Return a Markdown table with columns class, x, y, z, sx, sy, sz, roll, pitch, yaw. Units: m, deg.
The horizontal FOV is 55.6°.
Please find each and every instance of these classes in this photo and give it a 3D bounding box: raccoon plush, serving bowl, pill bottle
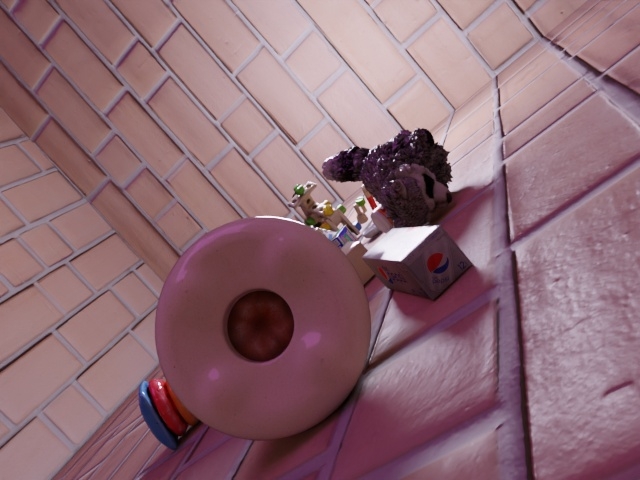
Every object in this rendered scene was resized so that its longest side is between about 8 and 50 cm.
| class | x | y | z | sx | sy | sz | roll | pitch | yaw |
| --- | --- | --- | --- | --- | --- | --- | --- | --- | --- |
| raccoon plush | 0.148 | -0.120 | 1.610 | 0.446 | 0.216 | 0.299 | -12 | 26 | 41 |
| serving bowl | 0.173 | -0.034 | 1.932 | 0.083 | 0.027 | 0.083 | -41 | 7 | 6 |
| pill bottle | 0.225 | -0.097 | 1.772 | 0.152 | 0.086 | 0.086 | -44 | 6 | -15 |

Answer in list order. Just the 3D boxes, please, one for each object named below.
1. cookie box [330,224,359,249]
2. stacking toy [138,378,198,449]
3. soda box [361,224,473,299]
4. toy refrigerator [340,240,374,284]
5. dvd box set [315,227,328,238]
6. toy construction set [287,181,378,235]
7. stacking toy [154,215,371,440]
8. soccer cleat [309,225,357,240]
| class | x | y | z | sx | sy | sz | roll | pitch | yaw |
| --- | --- | --- | --- | --- | --- | --- | --- | --- | --- |
| cookie box | 0.079 | 0.014 | 1.888 | 0.040 | 0.092 | 0.107 | -36 | 8 | 26 |
| stacking toy | -0.306 | 0.378 | 1.573 | 0.302 | 0.175 | 0.166 | -31 | 7 | -10 |
| soda box | 0.170 | 0.036 | 1.143 | 0.098 | 0.091 | 0.286 | -42 | 6 | -7 |
| toy refrigerator | 0.018 | 0.127 | 1.483 | 0.269 | 0.094 | 0.102 | -45 | 10 | -11 |
| dvd box set | -0.147 | 0.143 | 1.646 | 0.307 | 0.062 | 0.420 | -38 | 8 | 25 |
| toy construction set | 0.034 | -0.116 | 2.164 | 0.309 | 0.237 | 0.257 | -30 | 31 | -2 |
| stacking toy | -0.062 | 0.163 | 1.148 | 0.350 | 0.350 | 0.480 | -41 | -13 | 2 |
| soccer cleat | 0.000 | 0.000 | 1.960 | 0.116 | 0.143 | 0.331 | -34 | -7 | 38 |
